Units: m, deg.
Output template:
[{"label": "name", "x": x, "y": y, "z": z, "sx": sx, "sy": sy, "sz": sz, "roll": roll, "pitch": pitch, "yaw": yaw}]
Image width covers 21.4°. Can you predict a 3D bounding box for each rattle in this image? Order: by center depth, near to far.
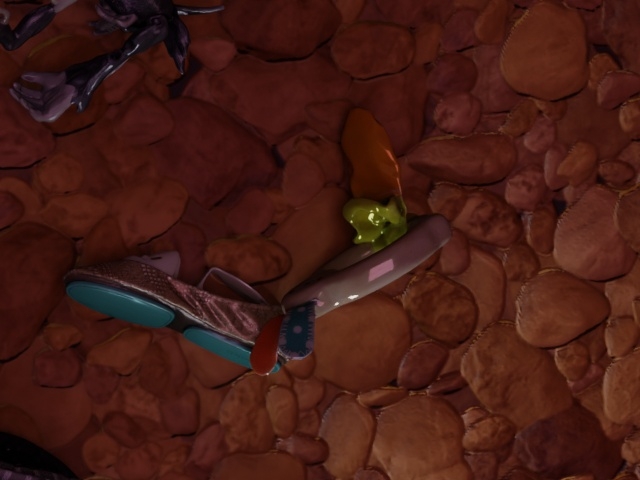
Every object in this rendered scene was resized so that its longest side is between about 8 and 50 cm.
[{"label": "rattle", "x": 0.000, "y": 0.000, "z": 1.405, "sx": 0.199, "sy": 0.130, "sz": 0.143, "roll": -29, "pitch": 114, "yaw": -18}]

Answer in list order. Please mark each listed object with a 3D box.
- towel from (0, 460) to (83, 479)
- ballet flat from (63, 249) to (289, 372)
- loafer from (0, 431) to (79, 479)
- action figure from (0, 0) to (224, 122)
[{"label": "towel", "x": -0.330, "y": 0.260, "z": 1.321, "sx": 0.235, "sy": 0.121, "sz": 0.284, "roll": 31, "pitch": 118, "yaw": -22}, {"label": "ballet flat", "x": -0.115, "y": 0.048, "z": 1.430, "sx": 0.206, "sy": 0.073, "sz": 0.067, "roll": 24, "pitch": 65, "yaw": -20}, {"label": "loafer", "x": -0.302, "y": 0.195, "z": 1.396, "sx": 0.223, "sy": 0.076, "sz": 0.078, "roll": 20, "pitch": 132, "yaw": -26}, {"label": "action figure", "x": -0.208, "y": -0.190, "z": 1.323, "sx": 0.275, "sy": 0.141, "sz": 0.164, "roll": -1, "pitch": 69, "yaw": -52}]
